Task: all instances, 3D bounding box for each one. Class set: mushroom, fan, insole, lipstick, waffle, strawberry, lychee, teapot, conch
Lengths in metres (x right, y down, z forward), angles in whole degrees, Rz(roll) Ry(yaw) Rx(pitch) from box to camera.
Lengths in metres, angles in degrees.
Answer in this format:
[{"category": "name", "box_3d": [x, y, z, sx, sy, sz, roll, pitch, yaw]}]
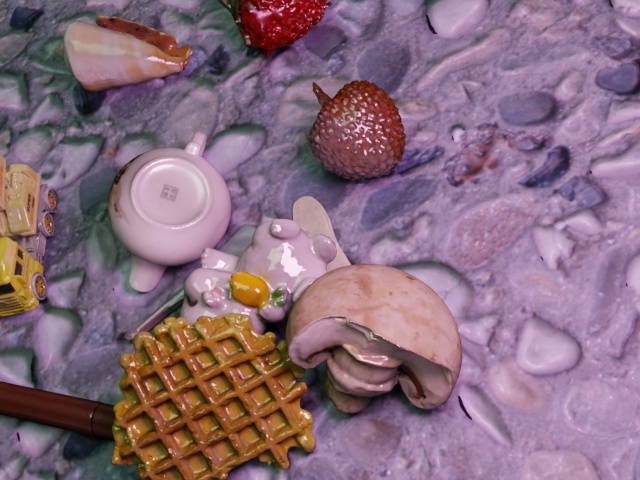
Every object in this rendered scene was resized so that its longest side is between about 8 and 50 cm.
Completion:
[{"category": "mushroom", "box_3d": [0.080, 0.135, 1.594, 0.254, 0.195, 0.189, 22, 46, 0]}, {"category": "fan", "box_3d": [-0.206, 0.076, 1.823, 0.282, 0.023, 0.057, -42, 64, -8]}, {"category": "insole", "box_3d": [0.000, 0.000, 1.801, 0.063, 0.010, 0.192, -29, 54, 1]}, {"category": "lipstick", "box_3d": [-0.389, 0.276, 1.748, 0.357, 0.057, 0.057, 8, 63, 25]}, {"category": "waffle", "box_3d": [-0.162, 0.248, 1.612, 0.301, 0.058, 0.281, -5, 93, 3]}, {"category": "strawberry", "box_3d": [-0.077, -0.438, 2.001, 0.202, 0.187, 0.184, -18, 89, -9]}, {"category": "lychee", "box_3d": [0.051, -0.184, 1.800, 0.197, 0.165, 0.165, 40, 77, 1]}, {"category": "teapot", "box_3d": [-0.249, -0.063, 1.858, 0.204, 0.139, 0.298, 24, 65, 1]}, {"category": "conch", "box_3d": [-0.380, -0.339, 2.098, 0.255, 0.127, 0.158, 17, 34, 4]}]

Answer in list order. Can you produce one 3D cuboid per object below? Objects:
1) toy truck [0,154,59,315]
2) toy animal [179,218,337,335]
[{"category": "toy truck", "box_3d": [-0.552, -0.015, 1.921, 0.124, 0.157, 0.272, -10, 57, 14]}, {"category": "toy animal", "box_3d": [-0.118, 0.107, 1.700, 0.209, 0.154, 0.325, 30, 94, 10]}]
